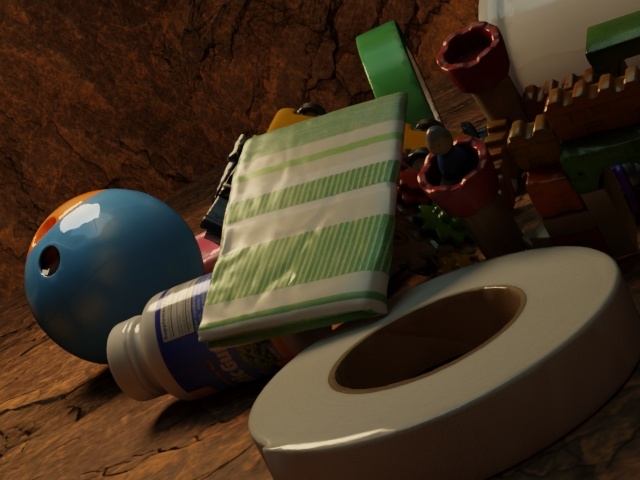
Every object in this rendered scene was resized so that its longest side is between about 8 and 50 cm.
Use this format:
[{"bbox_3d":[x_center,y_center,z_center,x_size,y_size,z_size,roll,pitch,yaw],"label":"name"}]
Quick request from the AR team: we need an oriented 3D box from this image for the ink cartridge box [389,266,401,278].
[{"bbox_3d":[0.050,0.031,1.639,0.186,0.065,0.311,-15,19,44],"label":"ink cartridge box"}]

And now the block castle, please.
[{"bbox_3d":[0.339,-0.168,1.201,0.453,0.213,0.303,-14,43,29],"label":"block castle"}]

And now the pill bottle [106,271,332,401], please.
[{"bbox_3d":[-0.136,0.120,1.406,0.272,0.152,0.152,-22,12,23],"label":"pill bottle"}]

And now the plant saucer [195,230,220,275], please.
[{"bbox_3d":[-0.205,0.042,2.103,0.332,0.084,0.332,-24,11,5],"label":"plant saucer"}]

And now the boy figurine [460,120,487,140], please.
[{"bbox_3d":[0.407,-0.238,2.029,0.285,0.092,0.177,-26,8,14],"label":"boy figurine"}]

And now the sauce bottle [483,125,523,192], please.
[{"bbox_3d":[0.337,-0.190,1.814,0.111,0.111,0.344,-18,29,35],"label":"sauce bottle"}]

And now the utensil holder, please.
[{"bbox_3d":[0.484,-0.317,1.627,0.385,0.327,0.327,-16,14,32],"label":"utensil holder"}]

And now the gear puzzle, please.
[{"bbox_3d":[0.107,-0.037,1.359,0.175,0.044,0.339,-11,43,-32],"label":"gear puzzle"}]

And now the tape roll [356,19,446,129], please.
[{"bbox_3d":[0.160,-0.221,1.888,0.077,0.321,0.321,-24,11,10],"label":"tape roll"}]

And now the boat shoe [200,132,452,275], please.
[{"bbox_3d":[0.000,0.000,1.474,0.158,0.341,0.127,-60,-12,-13],"label":"boat shoe"}]

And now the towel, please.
[{"bbox_3d":[-0.016,-0.026,1.300,0.248,0.038,0.324,-14,46,26],"label":"towel"}]

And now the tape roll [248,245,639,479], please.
[{"bbox_3d":[0.114,0.123,1.048,0.392,0.072,0.392,-24,11,5],"label":"tape roll"}]

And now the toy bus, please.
[{"bbox_3d":[0.087,-0.107,1.595,0.333,0.130,0.108,8,34,7],"label":"toy bus"}]

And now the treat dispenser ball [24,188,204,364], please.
[{"bbox_3d":[-0.333,0.059,1.770,0.288,0.288,0.288,-25,11,5],"label":"treat dispenser ball"}]

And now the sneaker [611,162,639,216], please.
[{"bbox_3d":[0.362,-0.092,1.412,0.146,0.102,0.293,-23,11,16],"label":"sneaker"}]
